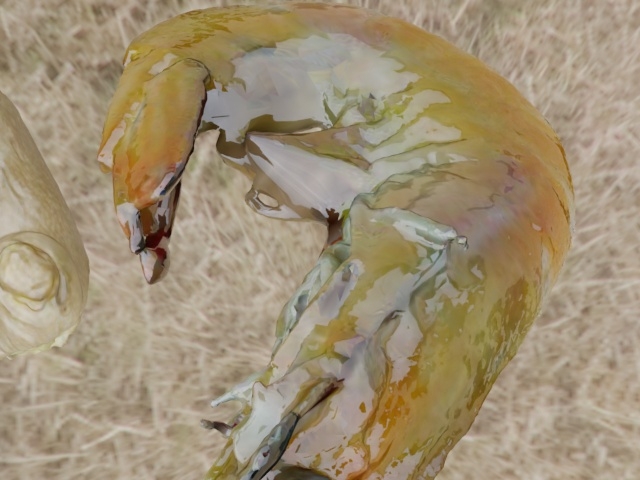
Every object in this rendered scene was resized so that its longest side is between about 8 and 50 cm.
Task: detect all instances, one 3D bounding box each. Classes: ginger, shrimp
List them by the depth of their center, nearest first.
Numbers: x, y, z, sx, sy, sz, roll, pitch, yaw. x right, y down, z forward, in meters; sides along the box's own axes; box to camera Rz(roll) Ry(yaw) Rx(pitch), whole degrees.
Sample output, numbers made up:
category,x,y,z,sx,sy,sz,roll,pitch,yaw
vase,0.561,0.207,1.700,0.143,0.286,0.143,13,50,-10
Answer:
category,x,y,z,sx,sy,sz,roll,pitch,yaw
shrimp,0.000,0.000,0.422,0.150,0.248,0.068,21,127,-2
ginger,-0.268,-0.016,1.190,0.130,0.221,0.275,-30,125,-4
